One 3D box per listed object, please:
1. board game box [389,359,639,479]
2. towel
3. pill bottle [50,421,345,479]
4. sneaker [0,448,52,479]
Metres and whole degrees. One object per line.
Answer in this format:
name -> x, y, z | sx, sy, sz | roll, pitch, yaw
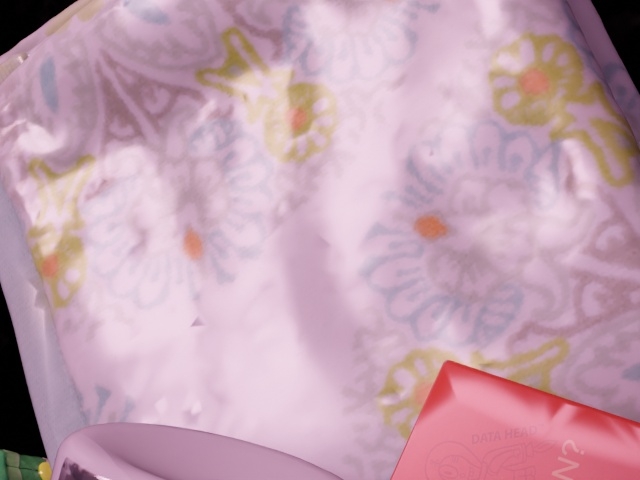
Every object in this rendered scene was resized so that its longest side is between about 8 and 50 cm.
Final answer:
board game box -> 0.129, 0.196, 0.626 | 0.316, 0.064, 0.242 | 16, 76, 40
towel -> 0.000, 0.000, 0.880 | 0.320, 0.090, 0.374 | -33, 63, 21
pill bottle -> -0.068, 0.206, 0.754 | 0.130, 0.130, 0.245 | 22, 99, 56
sneaker -> -0.242, 0.212, 1.104 | 0.295, 0.123, 0.109 | -43, 36, 20
